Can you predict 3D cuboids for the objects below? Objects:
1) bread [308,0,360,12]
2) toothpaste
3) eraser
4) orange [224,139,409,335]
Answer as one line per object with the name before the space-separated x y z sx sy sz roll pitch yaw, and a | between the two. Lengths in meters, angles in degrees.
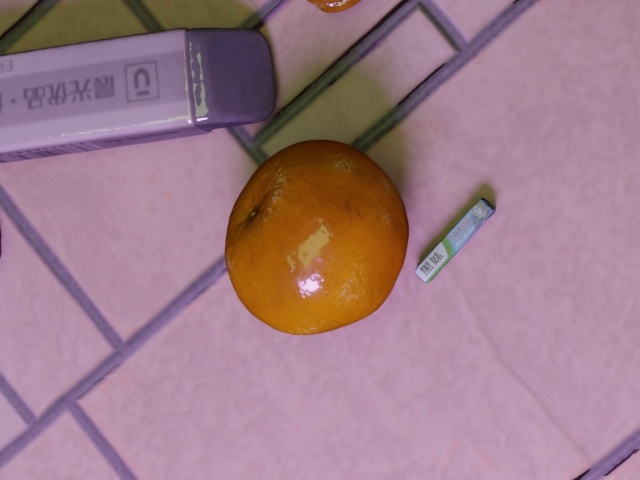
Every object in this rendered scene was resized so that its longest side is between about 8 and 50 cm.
bread | 0.009 -0.230 1.261 0.083 0.046 0.081 14 89 13
toothpaste | 0.111 0.000 1.257 0.017 0.020 0.083 42 99 4
eraser | -0.214 -0.119 1.301 0.351 0.061 0.089 -8 83 13
orange | 0.000 0.000 1.221 0.136 0.159 0.159 24 98 -27
